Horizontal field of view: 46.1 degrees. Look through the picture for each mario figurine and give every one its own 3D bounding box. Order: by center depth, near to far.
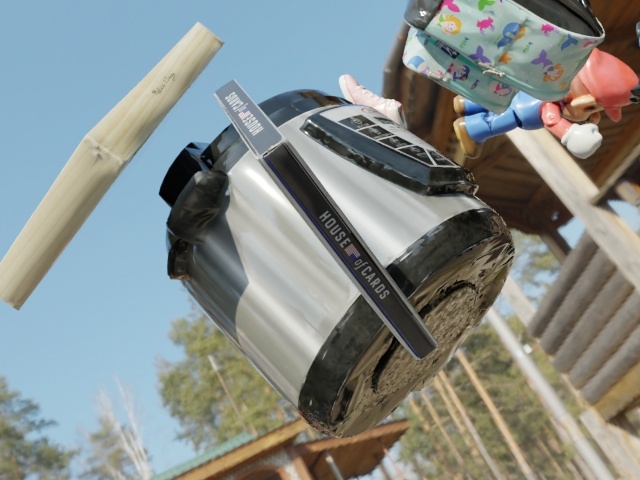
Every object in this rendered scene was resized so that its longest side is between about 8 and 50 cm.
[{"bbox_3d":[0.416,-0.228,1.371,0.320,0.198,0.170,-12,-5,27],"label":"mario figurine"}]

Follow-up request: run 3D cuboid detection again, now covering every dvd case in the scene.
[{"bbox_3d":[0.002,-0.020,0.651,0.029,0.179,0.239,-37,-59,1],"label":"dvd case"}]

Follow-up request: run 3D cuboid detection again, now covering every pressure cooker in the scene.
[{"bbox_3d":[-0.004,0.005,1.024,0.375,0.420,0.370,-36,-30,-21],"label":"pressure cooker"}]

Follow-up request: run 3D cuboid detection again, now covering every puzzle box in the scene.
[{"bbox_3d":[-0.269,-0.116,0.997,0.272,0.052,0.409,-46,15,30],"label":"puzzle box"}]

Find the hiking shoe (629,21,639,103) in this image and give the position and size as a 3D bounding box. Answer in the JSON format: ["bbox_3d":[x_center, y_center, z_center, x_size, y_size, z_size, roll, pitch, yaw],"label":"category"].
[{"bbox_3d":[0.506,-0.306,1.047,0.113,0.132,0.304,-43,-41,-36],"label":"hiking shoe"}]

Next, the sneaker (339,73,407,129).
[{"bbox_3d":[0.088,-0.215,1.182,0.070,0.134,0.051,-32,-4,24],"label":"sneaker"}]

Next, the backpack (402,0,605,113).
[{"bbox_3d":[0.237,-0.286,1.002,0.253,0.225,0.191,20,-56,-3],"label":"backpack"}]
